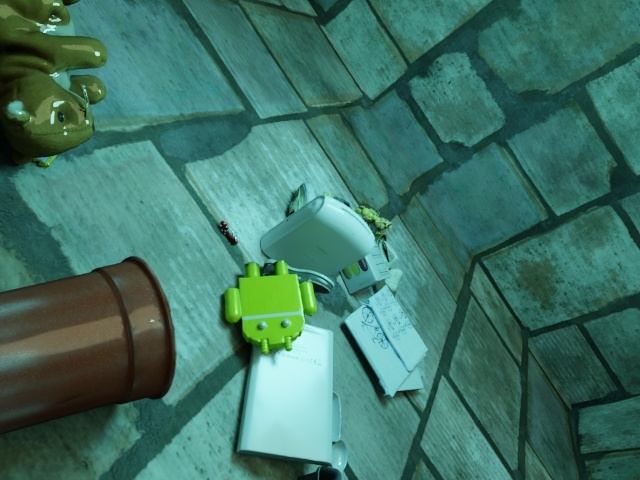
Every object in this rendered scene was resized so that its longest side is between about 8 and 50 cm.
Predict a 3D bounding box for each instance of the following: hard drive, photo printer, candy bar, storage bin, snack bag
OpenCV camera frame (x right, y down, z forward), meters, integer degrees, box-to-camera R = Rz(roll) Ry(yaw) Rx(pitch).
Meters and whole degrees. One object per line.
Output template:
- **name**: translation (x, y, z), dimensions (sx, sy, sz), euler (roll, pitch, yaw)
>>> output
- **hard drive**: translation (-0.078, 0.380, 1.075), dimensions (0.233, 0.047, 0.352), euler (19, 46, -18)
- **photo printer**: translation (0.000, 0.000, 1.307), dimensions (0.256, 0.308, 0.107), euler (38, 38, -29)
- **candy bar**: translation (-0.616, -0.228, 0.953), dimensions (0.040, 0.018, 0.161), euler (33, 41, -28)
- **storage bin**: translation (-0.004, 0.630, 0.987), dimensions (0.098, 0.091, 0.135), euler (34, 41, -32)
- **snack bag**: translation (0.250, 0.356, 1.518), dimensions (0.343, 0.037, 0.322), euler (-22, 80, -52)
- **hard drive**: translation (0.293, 0.425, 1.585), dimensions (0.203, 0.040, 0.307), euler (17, 51, -45)

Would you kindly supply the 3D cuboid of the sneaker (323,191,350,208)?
- **sneaker**: translation (0.047, -0.096, 1.569), dimensions (0.122, 0.111, 0.299), euler (10, 35, 7)

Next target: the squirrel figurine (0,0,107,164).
- **squirrel figurine**: translation (-0.656, -0.350, 0.839), dimensions (0.397, 0.281, 0.370), euler (-1, 74, -37)

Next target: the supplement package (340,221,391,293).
- **supplement package**: translation (0.149, 0.065, 1.600), dimensions (0.134, 0.139, 0.243), euler (-6, 68, -56)

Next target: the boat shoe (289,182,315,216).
- **boat shoe**: translation (-0.068, -0.107, 1.494), dimensions (0.094, 0.109, 0.302), euler (1, 46, -8)

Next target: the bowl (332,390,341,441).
- **bowl**: translation (-0.009, 0.481, 1.136), dimensions (0.142, 0.053, 0.142), euler (35, 40, -31)

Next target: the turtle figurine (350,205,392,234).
- **turtle figurine**: translation (0.205, -0.102, 1.791), dimensions (0.217, 0.270, 0.087), euler (40, 68, -65)

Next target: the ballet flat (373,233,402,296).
- **ballet flat**: translation (0.280, 0.114, 1.745), dimensions (0.116, 0.124, 0.342), euler (23, 47, -42)

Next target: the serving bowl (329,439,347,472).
- **serving bowl**: translation (0.042, 0.594, 1.125), dimensions (0.083, 0.027, 0.083), euler (22, 62, -51)

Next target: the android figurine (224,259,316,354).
- **android figurine**: translation (-0.135, 0.179, 1.118), dimensions (0.249, 0.056, 0.272), euler (-1, 55, -13)

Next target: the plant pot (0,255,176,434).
- **plant pot**: translation (-0.427, 0.174, 0.675), dimensions (0.265, 0.272, 0.272), euler (-7, 69, -46)

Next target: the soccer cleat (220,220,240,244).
- **soccer cleat**: translation (-0.272, -0.026, 1.231), dimensions (0.083, 0.029, 0.035), euler (56, 24, -9)

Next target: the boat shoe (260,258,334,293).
- **boat shoe**: translation (-0.074, 0.127, 1.246), dimensions (0.228, 0.081, 0.068), euler (16, 52, 5)
